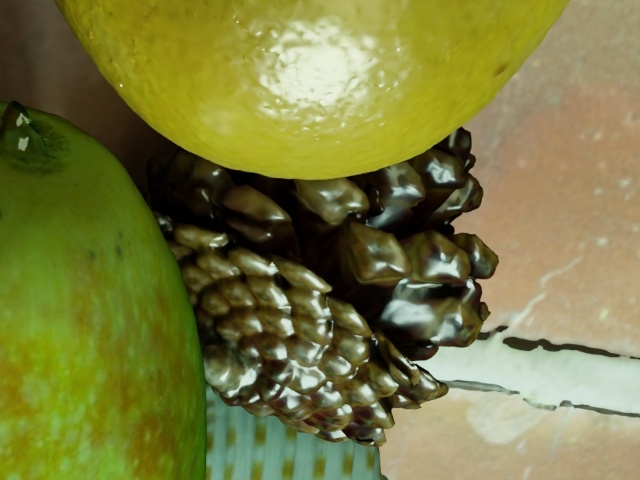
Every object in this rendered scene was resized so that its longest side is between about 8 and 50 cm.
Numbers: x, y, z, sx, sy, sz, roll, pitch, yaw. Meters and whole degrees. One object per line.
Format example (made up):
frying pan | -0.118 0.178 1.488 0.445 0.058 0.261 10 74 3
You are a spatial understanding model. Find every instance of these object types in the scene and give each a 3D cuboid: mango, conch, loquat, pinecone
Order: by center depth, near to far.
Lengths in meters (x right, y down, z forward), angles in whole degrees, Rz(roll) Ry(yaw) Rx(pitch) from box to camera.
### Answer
loquat | 0.000 -0.127 0.662 0.208 0.208 0.208 -16 124 -24
mango | -0.157 0.116 0.724 0.225 0.201 0.382 -25 140 -36
pinecone | 0.000 0.000 0.787 0.173 0.173 0.173 -16 124 -24
conch | -0.023 0.112 0.870 0.153 0.102 0.135 24 87 -39
